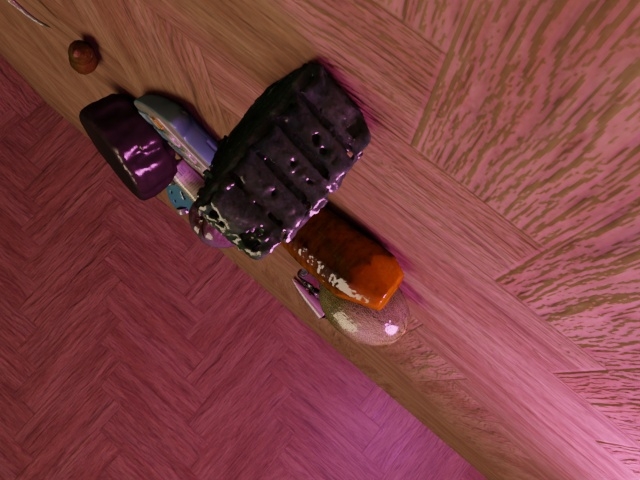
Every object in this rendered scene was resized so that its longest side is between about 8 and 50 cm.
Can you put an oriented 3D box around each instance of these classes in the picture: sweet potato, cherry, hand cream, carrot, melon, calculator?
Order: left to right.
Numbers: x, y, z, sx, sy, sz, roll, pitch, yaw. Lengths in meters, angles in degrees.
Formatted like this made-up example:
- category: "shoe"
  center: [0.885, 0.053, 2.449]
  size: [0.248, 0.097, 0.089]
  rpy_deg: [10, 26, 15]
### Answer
- category: "sweet potato"
  center: [-0.534, -0.408, 1.325]
  size: [0.067, 0.067, 0.274]
  rpy_deg: [45, 173, -20]
- category: "calculator"
  center: [-0.292, -0.215, 1.279]
  size: [0.256, 0.054, 0.386]
  rpy_deg: [47, 169, -30]
- category: "hand cream"
  center: [-0.350, -0.138, 1.710]
  size: [0.276, 0.095, 0.059]
  rpy_deg: [50, -169, -25]
- category: "cherry"
  center: [-0.277, -0.052, 1.643]
  size: [0.176, 0.140, 0.176]
  rpy_deg: [27, -166, -7]
- category: "hand cream"
  center: [-0.038, 0.201, 2.041]
  size: [0.186, 0.054, 0.087]
  rpy_deg: [47, 174, 4]
- category: "carrot"
  center: [0.000, 0.000, 0.982]
  size: [0.302, 0.114, 0.114]
  rpy_deg: [38, 168, 20]
- category: "melon"
  center: [0.074, 0.112, 1.082]
  size: [0.192, 0.139, 0.139]
  rpy_deg: [36, 168, 14]

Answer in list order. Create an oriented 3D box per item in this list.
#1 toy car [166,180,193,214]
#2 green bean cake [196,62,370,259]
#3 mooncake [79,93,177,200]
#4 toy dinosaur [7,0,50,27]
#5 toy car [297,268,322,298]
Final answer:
- category: "toy car"
  center: [-0.391, -0.155, 1.809]
  size: [0.161, 0.098, 0.126]
  rpy_deg: [-4, 116, 34]
- category: "green bean cake"
  center: [-0.059, -0.084, 0.653]
  size: [0.107, 0.193, 0.208]
  rpy_deg: [40, 172, -23]
- category: "mooncake"
  center: [-0.490, -0.248, 1.528]
  size: [0.283, 0.141, 0.283]
  rpy_deg: [43, 158, 22]
- category: "toy dinosaur"
  center: [-0.721, -0.588, 1.199]
  size: [0.205, 0.092, 0.393]
  rpy_deg: [17, 146, 51]
- category: "toy car"
  center: [-0.016, 0.131, 1.672]
  size: [0.142, 0.055, 0.069]
  rpy_deg: [31, 162, 37]
